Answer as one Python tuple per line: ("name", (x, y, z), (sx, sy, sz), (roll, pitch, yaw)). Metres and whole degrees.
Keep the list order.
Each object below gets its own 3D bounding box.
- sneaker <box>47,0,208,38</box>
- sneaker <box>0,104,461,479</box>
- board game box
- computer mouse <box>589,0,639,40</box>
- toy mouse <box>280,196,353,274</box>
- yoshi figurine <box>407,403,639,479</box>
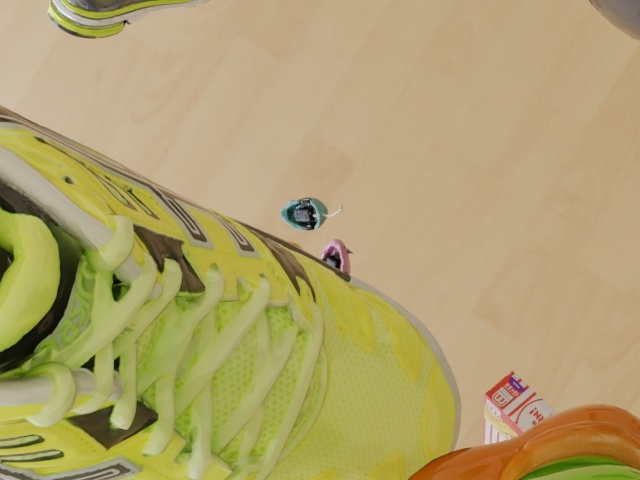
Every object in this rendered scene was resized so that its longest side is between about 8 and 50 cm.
("sneaker", (-0.207, -0.358, 1.637), (0.111, 0.121, 0.300), (45, 54, 14))
("sneaker", (-0.088, 0.039, 0.439), (0.147, 0.385, 0.145), (12, 83, 55))
("board game box", (0.243, 0.244, 1.406), (0.045, 0.193, 0.147), (-37, 61, -16))
("computer mouse", (0.141, -0.165, 0.385), (0.188, 0.072, 0.272), (-6, 128, -6))
("toy mouse", (0.000, 0.000, 1.523), (0.161, 0.031, 0.143), (50, 131, 19))
("yoshi figurine", (0.070, 0.162, 0.296), (0.204, 0.362, 0.203), (12, 93, -1))
